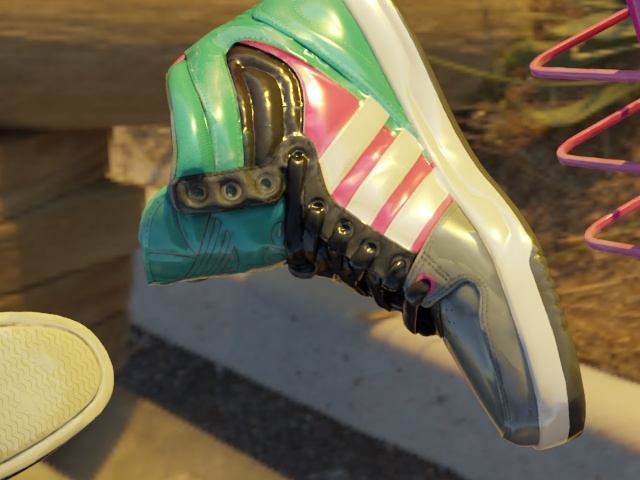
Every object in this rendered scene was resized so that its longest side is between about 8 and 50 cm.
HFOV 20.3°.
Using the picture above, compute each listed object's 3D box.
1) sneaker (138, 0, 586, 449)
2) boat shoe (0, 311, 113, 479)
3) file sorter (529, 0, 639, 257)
[{"bbox_3d":[0.000,0.000,0.918,0.124,0.178,0.295,89,156,-62],"label":"sneaker"},{"bbox_3d":[-0.212,0.097,0.850,0.084,0.233,0.079,65,165,5],"label":"boat shoe"},{"bbox_3d":[0.250,-0.149,1.218,0.182,0.202,0.291,11,126,59],"label":"file sorter"}]
